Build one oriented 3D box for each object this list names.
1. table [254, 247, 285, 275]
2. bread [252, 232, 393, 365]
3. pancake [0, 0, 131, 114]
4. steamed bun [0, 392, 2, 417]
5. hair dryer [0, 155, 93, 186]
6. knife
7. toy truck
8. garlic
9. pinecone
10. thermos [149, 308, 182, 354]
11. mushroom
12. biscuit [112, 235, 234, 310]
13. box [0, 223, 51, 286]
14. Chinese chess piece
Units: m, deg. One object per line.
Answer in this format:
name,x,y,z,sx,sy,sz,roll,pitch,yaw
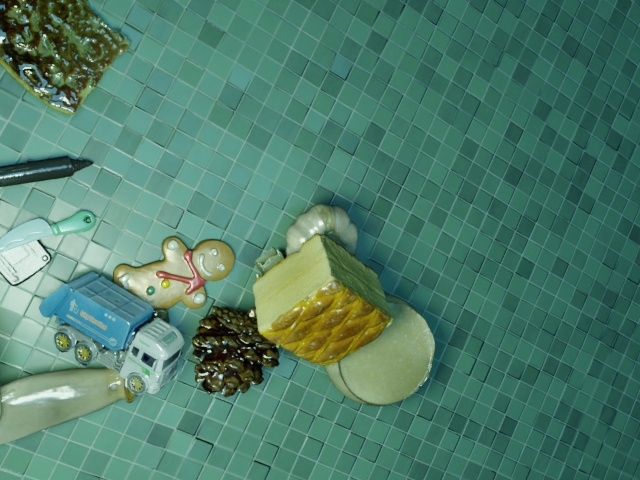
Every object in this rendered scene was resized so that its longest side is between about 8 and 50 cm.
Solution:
table,-0.135,0.074,1.921,0.079,0.062,0.083,-38,103,-15
bread,0.005,0.171,1.802,0.279,0.207,0.279,-36,131,17
pancake,-0.701,-0.547,1.708,0.305,0.067,0.427,-43,104,-21
steamed bun,-0.902,0.319,1.516,0.309,0.219,0.324,5,97,22
hair dryer,-0.757,-0.187,1.684,0.352,0.107,0.189,-15,95,-26
knife,-0.709,-0.027,1.711,0.260,0.034,0.063,-17,95,-26
toy truck,-0.522,0.228,1.683,0.367,0.146,0.175,30,112,6
garlic,0.004,-0.001,1.920,0.227,0.152,0.228,-13,119,-25
pinecone,-0.229,0.300,1.814,0.243,0.243,0.257,2,122,-20
thermos,-0.430,0.281,1.806,0.083,0.073,0.188,-31,126,-46
mushroom,-0.668,0.395,1.703,0.407,0.137,0.154,-16,112,-20
biscuit,-0.393,0.097,1.839,0.339,0.047,0.216,-21,100,-17
box,-0.773,0.039,1.712,0.126,0.027,0.125,-39,104,-14
Chinese chess piece,0.173,0.327,2.001,0.338,0.140,0.338,-1,93,-18
